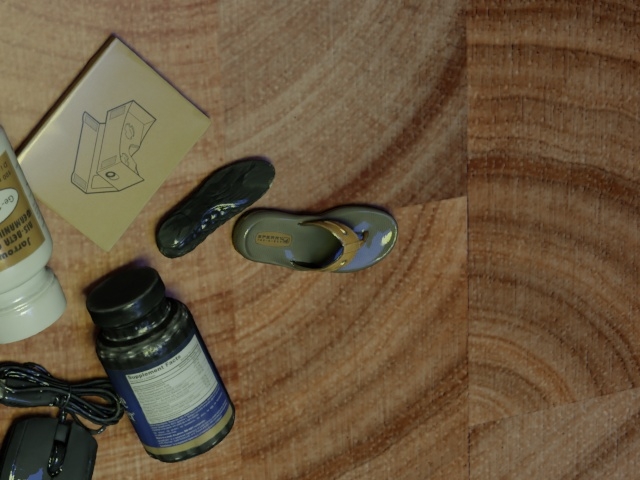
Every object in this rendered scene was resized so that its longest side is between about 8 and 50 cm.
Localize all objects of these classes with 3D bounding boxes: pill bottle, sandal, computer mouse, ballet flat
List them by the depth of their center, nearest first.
[{"bbox_3d":[-0.370,-0.007,1.843,0.131,0.131,0.229,-27,117,-15],"label":"pill bottle"},{"bbox_3d":[-0.193,0.146,1.983,0.122,0.123,0.219,-30,117,-14],"label":"pill bottle"},{"bbox_3d":[-0.342,0.289,1.989,0.188,0.072,0.272,14,100,-30],"label":"computer mouse"},{"bbox_3d":[-0.128,-0.041,2.005,0.173,0.049,0.057,-36,76,-12],"label":"ballet flat"},{"bbox_3d":[0.000,0.000,2.063,0.219,0.060,0.090,5,105,-27],"label":"sandal"}]

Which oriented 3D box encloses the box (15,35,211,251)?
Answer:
[{"bbox_3d":[-0.244,-0.110,1.933,0.164,0.021,0.201,40,87,-30],"label":"box"}]
